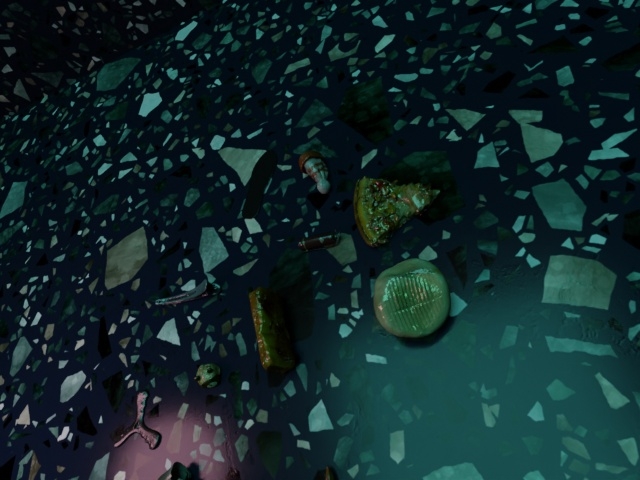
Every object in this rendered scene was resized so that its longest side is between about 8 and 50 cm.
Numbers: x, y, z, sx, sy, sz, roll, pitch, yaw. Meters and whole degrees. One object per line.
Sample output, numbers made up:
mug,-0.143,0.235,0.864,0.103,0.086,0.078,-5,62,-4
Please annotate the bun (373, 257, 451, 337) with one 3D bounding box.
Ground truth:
bun,0.259,0.163,1.269,0.229,0.145,0.229,0,89,0

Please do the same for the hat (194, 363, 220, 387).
hat,-0.378,0.446,1.466,0.077,0.059,0.076,-18,54,21

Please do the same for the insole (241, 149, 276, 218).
insole,-0.245,-0.229,1.772,0.109,0.007,0.322,2,67,28

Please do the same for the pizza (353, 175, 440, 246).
pizza,0.228,-0.093,1.448,0.288,0.074,0.251,6,71,29

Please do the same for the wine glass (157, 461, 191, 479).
wine glass,-0.484,0.771,1.339,0.195,0.079,0.079,-49,56,-3

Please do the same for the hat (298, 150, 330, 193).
hat,-0.008,-0.247,1.629,0.093,0.112,0.162,-48,62,30

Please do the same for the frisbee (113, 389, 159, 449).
frisbee,-0.639,0.648,1.512,0.187,0.012,0.211,-40,57,2

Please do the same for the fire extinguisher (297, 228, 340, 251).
fire extinguisher,0.000,0.000,1.522,0.158,0.043,0.064,-12,91,20

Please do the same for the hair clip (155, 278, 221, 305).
hair clip,-0.500,0.208,1.645,0.275,0.083,0.048,-21,64,23

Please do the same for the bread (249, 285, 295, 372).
bread,-0.156,0.278,1.400,0.077,0.139,0.271,-30,54,21

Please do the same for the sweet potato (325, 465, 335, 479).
sweet potato,0.027,0.657,1.185,0.034,0.034,0.095,-14,64,18
